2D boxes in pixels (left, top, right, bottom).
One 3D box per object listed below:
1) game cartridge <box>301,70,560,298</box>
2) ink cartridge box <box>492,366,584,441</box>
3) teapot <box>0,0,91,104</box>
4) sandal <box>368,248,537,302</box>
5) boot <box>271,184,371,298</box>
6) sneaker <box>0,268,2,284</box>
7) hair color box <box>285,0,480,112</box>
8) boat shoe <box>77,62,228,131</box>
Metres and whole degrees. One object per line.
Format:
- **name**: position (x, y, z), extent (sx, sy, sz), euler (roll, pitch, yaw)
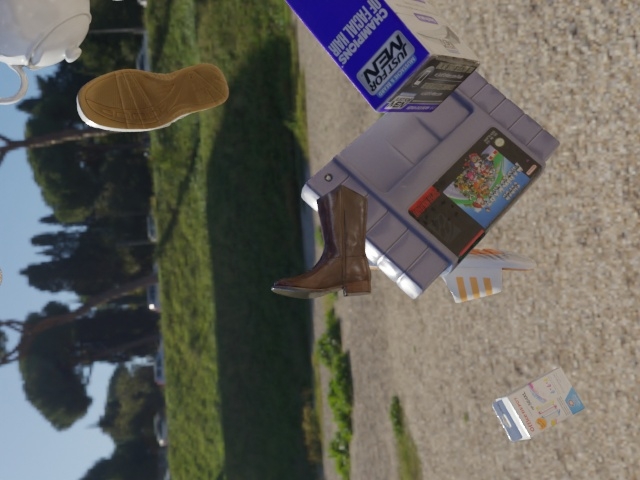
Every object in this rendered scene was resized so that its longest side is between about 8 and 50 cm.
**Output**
- **game cartridge**: position (0.172, -0.104, 1.142), extent (0.230, 0.355, 0.068), euler (40, 153, 13)
- **ink cartridge box**: position (0.419, 0.324, 1.529), extent (0.092, 0.143, 0.090), euler (61, 170, 13)
- **teapot**: position (-0.519, -0.401, 1.438), extent (0.187, 0.252, 0.256), euler (49, 137, -5)
- **sandal**: position (0.194, 0.055, 1.203), extent (0.102, 0.265, 0.076), euler (-30, -62, -76)
- **boot**: position (0.000, 0.000, 0.800), extent (0.037, 0.106, 0.114), euler (137, 132, -70)
- **sneaker**: position (-0.570, 0.051, 1.139), extent (0.091, 0.240, 0.126), euler (-32, -36, -64)
- **hair color box**: position (0.043, -0.325, 1.031), extent (0.339, 0.110, 0.185), euler (52, -151, 13)
- **boat shoe**: position (-0.277, -0.221, 1.266), extent (0.096, 0.277, 0.098), euler (-14, 93, 46)
